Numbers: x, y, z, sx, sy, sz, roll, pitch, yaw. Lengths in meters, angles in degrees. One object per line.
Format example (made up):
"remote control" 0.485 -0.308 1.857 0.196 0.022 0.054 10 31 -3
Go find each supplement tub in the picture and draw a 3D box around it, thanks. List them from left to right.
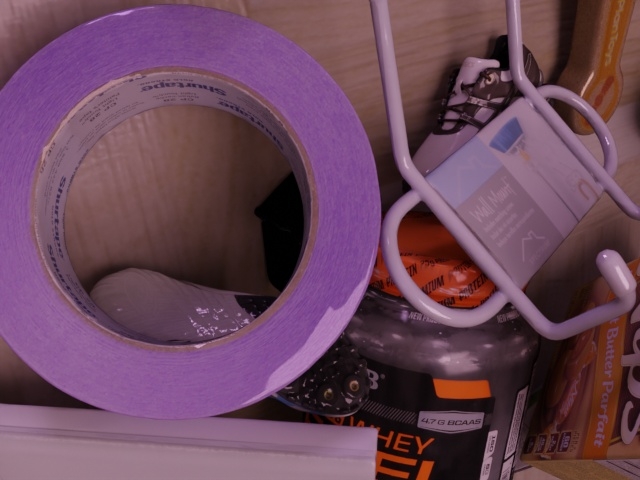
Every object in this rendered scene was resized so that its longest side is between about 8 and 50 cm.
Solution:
"supplement tub" 0.087 0.155 0.765 0.207 0.207 0.338 -4 110 -30

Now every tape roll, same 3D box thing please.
"tape roll" -0.098 -0.018 0.572 0.274 0.090 0.275 1 85 -6

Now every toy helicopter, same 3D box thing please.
"toy helicopter" 0.296 -0.274 0.794 0.234 0.140 0.355 -23 130 -32

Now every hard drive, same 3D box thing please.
"hard drive" -0.112 0.214 0.644 0.307 0.040 0.203 3 129 5

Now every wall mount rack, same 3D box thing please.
"wall mount rack" 0.158 -0.103 0.643 0.304 0.130 0.350 50 49 1

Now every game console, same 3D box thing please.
"game console" 0.000 0.000 0.703 0.107 0.122 0.071 -47 127 -8

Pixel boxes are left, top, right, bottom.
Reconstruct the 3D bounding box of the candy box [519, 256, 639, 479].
"candy box" 0.274 0.099 0.630 0.087 0.316 0.183 23 72 0

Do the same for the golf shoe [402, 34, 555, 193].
"golf shoe" 0.136 -0.120 0.770 0.198 0.077 0.094 -43 122 -26

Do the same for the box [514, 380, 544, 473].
"box" 0.325 0.135 0.912 0.322 0.058 0.232 -36 164 -13

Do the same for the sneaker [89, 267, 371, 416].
"sneaker" -0.073 0.087 0.664 0.086 0.237 0.085 102 7 -60
